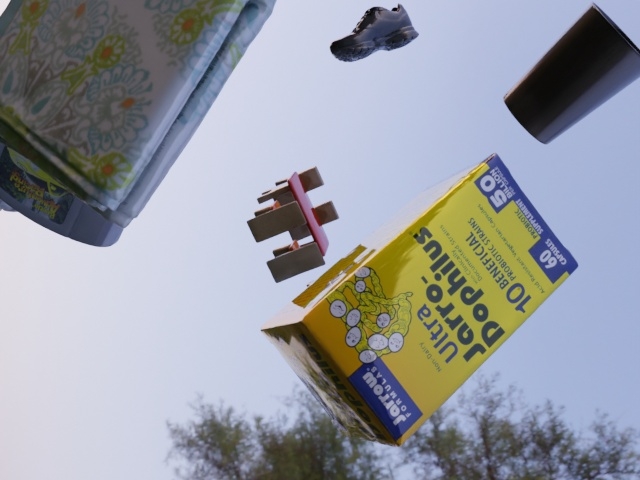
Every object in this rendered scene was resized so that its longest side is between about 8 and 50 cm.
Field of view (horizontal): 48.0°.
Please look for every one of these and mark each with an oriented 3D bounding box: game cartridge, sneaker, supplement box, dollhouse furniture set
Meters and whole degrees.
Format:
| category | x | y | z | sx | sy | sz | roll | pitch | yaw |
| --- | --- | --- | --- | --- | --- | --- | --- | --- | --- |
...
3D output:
| category | x | y | z | sx | sy | sz | roll | pitch | yaw |
| --- | --- | --- | --- | --- | --- | --- | --- | --- | --- |
| game cartridge | -0.422 | -0.124 | 1.130 | 0.294 | 0.060 | 0.196 | 32 | -67 | 4 |
| sneaker | 0.138 | -0.585 | 2.018 | 0.109 | 0.286 | 0.130 | -13 | -81 | 60 |
| supplement box | 0.130 | 0.077 | 0.967 | 0.194 | 0.356 | 0.195 | 52 | -21 | -4 |
| dollhouse furniture set | 0.000 | 0.000 | 1.287 | 0.262 | 0.135 | 0.259 | -70 | 137 | -70 |

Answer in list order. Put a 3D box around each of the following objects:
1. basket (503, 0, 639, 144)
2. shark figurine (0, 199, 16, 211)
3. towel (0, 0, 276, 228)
| category | x | y | z | sx | sy | sz | roll | pitch | yaw |
| --- | --- | --- | --- | --- | --- | --- | --- | --- | --- |
| basket | 0.467 | -0.298 | 1.330 | 0.227 | 0.204 | 0.154 | -43 | -116 | 29 |
| shark figurine | -0.691 | -0.096 | 1.457 | 0.116 | 0.166 | 0.278 | -40 | -161 | 7 |
| towel | -0.240 | -0.239 | 0.856 | 0.321 | 0.090 | 0.374 | 33 | -89 | 27 |
